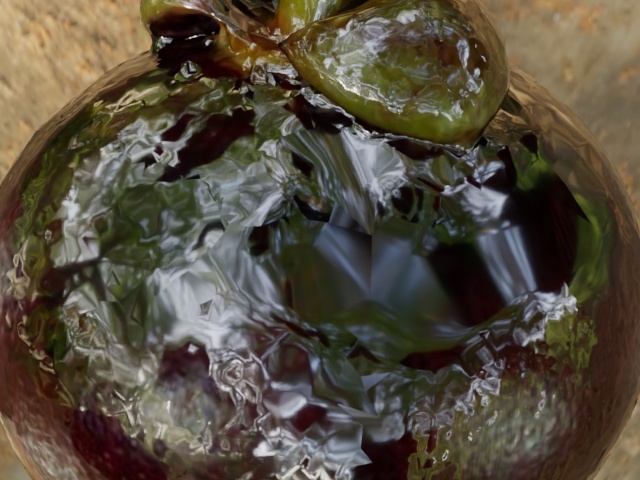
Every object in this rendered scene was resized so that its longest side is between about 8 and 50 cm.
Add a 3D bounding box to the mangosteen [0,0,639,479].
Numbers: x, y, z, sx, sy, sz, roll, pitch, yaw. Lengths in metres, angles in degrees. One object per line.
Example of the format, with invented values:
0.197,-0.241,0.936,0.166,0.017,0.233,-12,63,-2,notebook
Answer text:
0.002,0.018,0.778,0.297,0.293,0.297,8,56,-13,mangosteen
